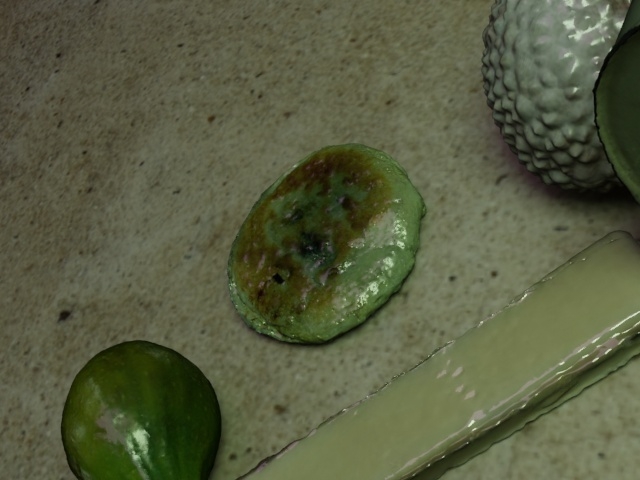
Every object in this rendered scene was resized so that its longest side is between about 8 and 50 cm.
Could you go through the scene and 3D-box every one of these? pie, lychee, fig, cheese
[{"bbox_3d":[0.000,0.000,0.799,0.186,0.041,0.187,-18,52,24],"label":"pie"},{"bbox_3d":[0.191,-0.129,0.660,0.165,0.165,0.197,43,122,45],"label":"lychee"},{"bbox_3d":[-0.126,0.148,0.720,0.123,0.123,0.156,-51,31,-5],"label":"fig"},{"bbox_3d":[0.061,0.132,0.670,0.400,0.034,0.085,-36,49,11],"label":"cheese"}]

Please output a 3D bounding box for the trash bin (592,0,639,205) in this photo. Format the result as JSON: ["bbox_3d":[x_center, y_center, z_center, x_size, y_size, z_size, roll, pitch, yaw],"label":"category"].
[{"bbox_3d":[0.335,-0.203,0.511,0.280,0.280,0.432,10,62,40],"label":"trash bin"}]
